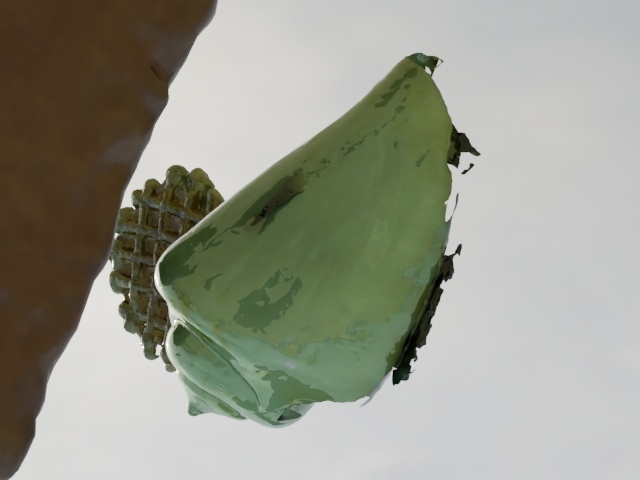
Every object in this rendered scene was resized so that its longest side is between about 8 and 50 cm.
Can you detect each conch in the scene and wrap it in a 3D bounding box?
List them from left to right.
[{"bbox_3d":[0.008,0.017,1.166,0.137,0.250,0.143,52,-172,-28],"label":"conch"}]

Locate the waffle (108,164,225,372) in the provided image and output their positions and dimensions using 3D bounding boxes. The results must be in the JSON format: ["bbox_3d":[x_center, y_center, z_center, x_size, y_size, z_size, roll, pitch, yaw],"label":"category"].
[{"bbox_3d":[-0.136,0.026,1.826,0.036,0.169,0.183,6,-132,-54],"label":"waffle"}]

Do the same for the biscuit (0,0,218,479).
[{"bbox_3d":[-0.212,-0.080,0.425,0.394,0.368,0.076,23,173,-32],"label":"biscuit"}]
